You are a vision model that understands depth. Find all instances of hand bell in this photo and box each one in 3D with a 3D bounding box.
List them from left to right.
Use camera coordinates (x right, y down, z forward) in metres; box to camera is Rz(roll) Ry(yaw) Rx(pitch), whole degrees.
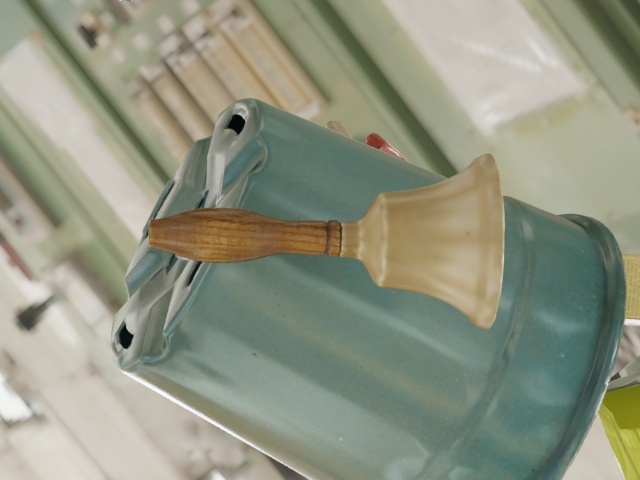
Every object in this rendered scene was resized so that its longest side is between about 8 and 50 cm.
[{"bbox_3d":[0.000,0.000,1.214,0.242,0.126,0.126,0,-174,-5],"label":"hand bell"}]

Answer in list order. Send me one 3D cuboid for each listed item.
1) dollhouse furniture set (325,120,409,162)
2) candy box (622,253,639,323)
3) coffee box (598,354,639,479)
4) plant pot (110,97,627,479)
[{"bbox_3d":[0.025,0.044,2.034,0.201,0.152,0.374,-7,136,-33],"label":"dollhouse furniture set"},{"bbox_3d":[0.314,0.057,2.202,0.316,0.087,0.183,4,175,17],"label":"candy box"},{"bbox_3d":[0.512,0.201,1.549,0.337,0.338,0.334,-19,-175,42],"label":"coffee box"},{"bbox_3d":[0.023,0.063,1.467,0.341,0.334,0.341,-52,-158,31],"label":"plant pot"}]
